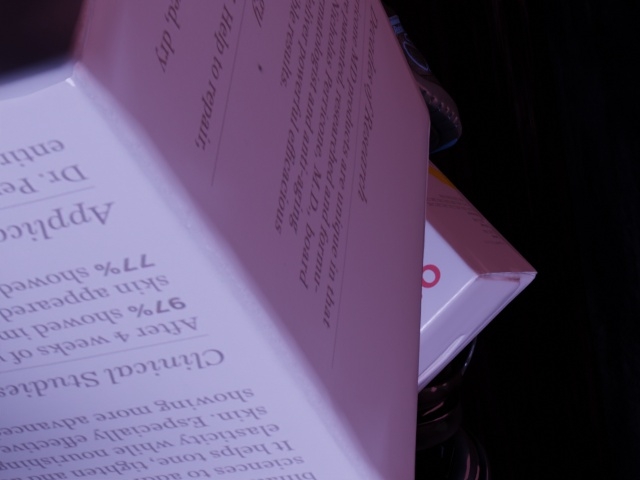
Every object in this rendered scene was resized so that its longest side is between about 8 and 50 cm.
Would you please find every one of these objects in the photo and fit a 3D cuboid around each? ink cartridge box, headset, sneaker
[{"bbox_3d":[0.000,0.000,1.284,0.270,0.198,0.197,47,14,15],"label":"ink cartridge box"},{"bbox_3d":[0.084,0.212,1.754,0.394,0.185,0.243,-59,142,-40],"label":"headset"},{"bbox_3d":[0.085,-0.211,1.913,0.341,0.125,0.139,49,32,-60],"label":"sneaker"}]

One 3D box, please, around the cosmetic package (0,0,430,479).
[{"bbox_3d":[-0.154,-0.048,0.855,0.393,0.329,0.327,60,27,-47],"label":"cosmetic package"}]
